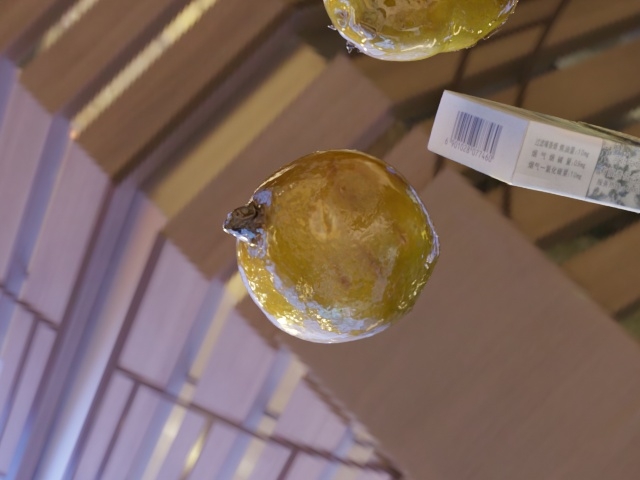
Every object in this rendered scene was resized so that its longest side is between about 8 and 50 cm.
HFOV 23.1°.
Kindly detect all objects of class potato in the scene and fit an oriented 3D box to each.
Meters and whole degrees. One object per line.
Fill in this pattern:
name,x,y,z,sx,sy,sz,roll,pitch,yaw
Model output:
potato,0.121,-0.304,1.886,0.300,0.140,0.173,-22,-115,-41

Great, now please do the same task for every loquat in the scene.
loquat,0.000,0.000,1.679,0.246,0.213,0.213,16,-141,-34

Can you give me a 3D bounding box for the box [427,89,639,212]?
box,0.263,-0.087,1.628,0.256,0.069,0.164,10,-169,-30
